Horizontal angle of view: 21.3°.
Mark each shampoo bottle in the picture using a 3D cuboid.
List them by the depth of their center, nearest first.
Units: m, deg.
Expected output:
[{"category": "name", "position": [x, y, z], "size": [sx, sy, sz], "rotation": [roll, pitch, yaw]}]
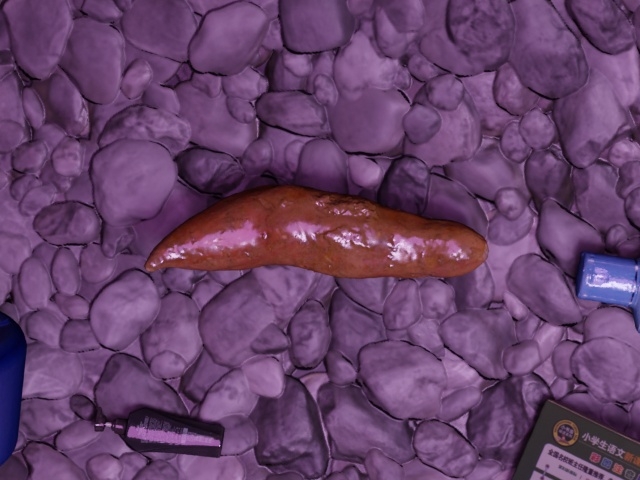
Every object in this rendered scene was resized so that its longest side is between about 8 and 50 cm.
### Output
[{"category": "shampoo bottle", "position": [0.397, 0.057, 1.787], "size": [0.258, 0.061, 0.103], "rotation": [9, 91, 1]}, {"category": "shampoo bottle", "position": [-0.172, 0.204, 1.814], "size": [0.137, 0.027, 0.048], "rotation": [9, 79, 0]}]

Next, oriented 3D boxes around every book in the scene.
[{"category": "book", "position": [0.269, 0.324, 1.766], "size": [0.202, 0.027, 0.264], "rotation": [25, 92, 31]}]

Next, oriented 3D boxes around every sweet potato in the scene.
[{"category": "sweet potato", "position": [-0.004, -0.011, 1.776], "size": [0.355, 0.095, 0.106], "rotation": [0, 47, -1]}]

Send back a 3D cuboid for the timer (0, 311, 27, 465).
[{"category": "timer", "position": [-0.424, 0.272, 1.732], "size": [0.270, 0.270, 0.383], "rotation": [-1, 106, 1]}]
